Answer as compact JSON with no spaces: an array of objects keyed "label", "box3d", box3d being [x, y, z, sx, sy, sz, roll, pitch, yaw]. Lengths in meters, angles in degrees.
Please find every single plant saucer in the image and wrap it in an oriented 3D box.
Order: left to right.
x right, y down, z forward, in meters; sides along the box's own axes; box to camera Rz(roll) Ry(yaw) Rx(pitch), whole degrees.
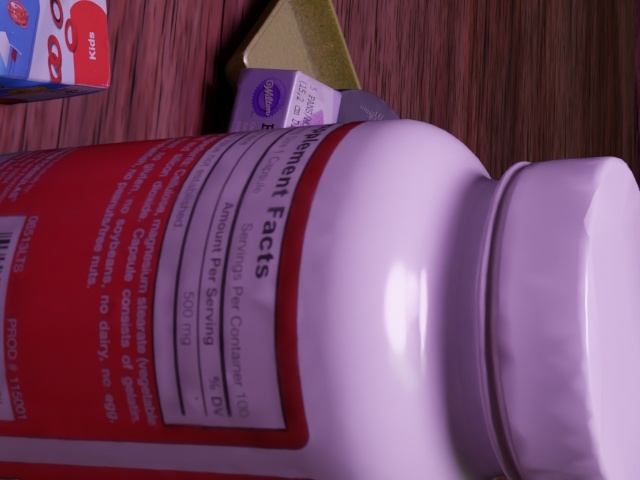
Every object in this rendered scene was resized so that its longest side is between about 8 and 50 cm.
[{"label":"plant saucer","box3d":[-0.026,-0.140,1.140,0.188,0.045,0.188,-64,142,-45]}]

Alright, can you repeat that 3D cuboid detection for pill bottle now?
[{"label":"pill bottle","box3d":[-0.029,0.051,0.698,0.229,0.408,0.229,-2,90,-64]}]

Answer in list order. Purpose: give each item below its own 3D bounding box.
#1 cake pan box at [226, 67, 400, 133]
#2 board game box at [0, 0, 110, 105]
[{"label":"cake pan box","box3d":[0.000,0.000,1.071,0.246,0.070,0.266,22,79,-55]},{"label":"board game box","box3d":[-0.242,-0.236,0.654,0.302,0.086,0.308,-7,94,-65]}]
